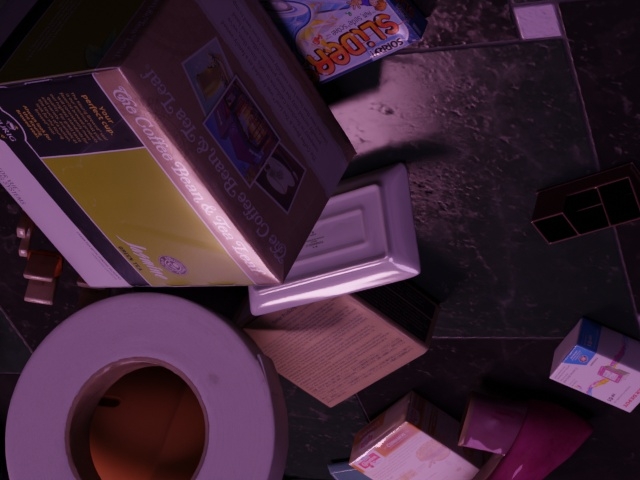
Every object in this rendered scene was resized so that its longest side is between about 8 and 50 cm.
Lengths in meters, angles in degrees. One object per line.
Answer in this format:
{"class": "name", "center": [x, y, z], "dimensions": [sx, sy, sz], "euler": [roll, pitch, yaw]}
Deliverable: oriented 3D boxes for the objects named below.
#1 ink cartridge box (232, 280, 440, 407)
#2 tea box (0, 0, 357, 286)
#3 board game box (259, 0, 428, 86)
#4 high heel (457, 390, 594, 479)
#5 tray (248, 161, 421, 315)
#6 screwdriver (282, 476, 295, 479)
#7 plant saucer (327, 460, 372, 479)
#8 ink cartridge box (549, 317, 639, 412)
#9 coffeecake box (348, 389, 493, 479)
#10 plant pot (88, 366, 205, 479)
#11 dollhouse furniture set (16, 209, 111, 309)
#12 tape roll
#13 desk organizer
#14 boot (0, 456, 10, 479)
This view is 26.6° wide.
{"class": "ink cartridge box", "center": [0.016, 0.112, 1.854], "dimensions": [0.193, 0.088, 0.235], "euler": [37, 138, -16]}
{"class": "tea box", "center": [-0.195, -0.130, 1.537], "dimensions": [0.324, 0.220, 0.329], "euler": [0, 138, 39]}
{"class": "board game box", "center": [-0.001, -0.245, 1.500], "dimensions": [0.201, 0.035, 0.136], "euler": [-20, 125, 39]}
{"class": "high heel", "center": [0.259, 0.403, 1.934], "dimensions": [0.181, 0.127, 0.377], "euler": [14, 109, 4]}
{"class": "tray", "center": [0.000, 0.000, 1.701], "dimensions": [0.270, 0.145, 0.030], "euler": [-16, 165, 35]}
{"class": "screwdriver", "center": [-0.027, 0.402, 2.256], "dimensions": [0.170, 0.024, 0.025], "euler": [-9, 103, 23]}
{"class": "plant saucer", "center": [0.103, 0.368, 2.154], "dimensions": [0.192, 0.018, 0.067], "euler": [-15, 128, 34]}
{"class": "ink cartridge box", "center": [0.378, 0.165, 1.784], "dimensions": [0.122, 0.052, 0.088], "euler": [22, 140, -3]}
{"class": "coffeecake box", "center": [0.161, 0.327, 2.033], "dimensions": [0.185, 0.068, 0.142], "euler": [35, 129, -16]}
{"class": "plant pot", "center": [-0.257, 0.298, 1.994], "dimensions": [0.204, 0.290, 0.291], "euler": [18, 140, 2]}
{"class": "dollhouse furniture set", "center": [-0.386, -0.046, 1.850], "dimensions": [0.259, 0.135, 0.262], "euler": [9, 140, -3]}
{"class": "tape roll", "center": [-0.235, 0.262, 1.826], "dimensions": [0.392, 0.391, 0.072], "euler": [7, 171, 16]}
{"class": "desk organizer", "center": [0.314, -0.042, 1.581], "dimensions": [0.130, 0.050, 0.047], "euler": [-18, 127, 37]}
{"class": "boot", "center": [-0.602, 0.387, 2.298], "dimensions": [0.367, 0.146, 0.445], "euler": [-1, 151, 25]}
